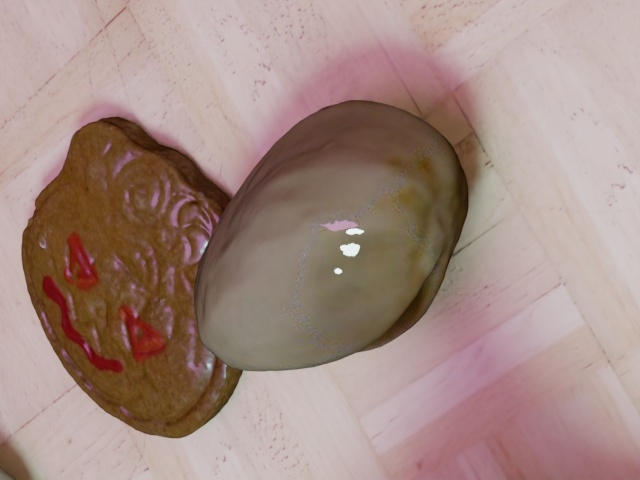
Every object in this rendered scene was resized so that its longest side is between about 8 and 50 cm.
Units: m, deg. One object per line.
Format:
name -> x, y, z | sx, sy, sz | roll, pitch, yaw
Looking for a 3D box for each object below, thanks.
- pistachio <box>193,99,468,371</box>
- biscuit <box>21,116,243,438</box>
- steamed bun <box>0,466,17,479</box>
pistachio -> 0.000, 0.000, 1.607 | 0.288, 0.166, 0.197 | -33, 74, 38
biscuit -> -0.167, 0.039, 1.822 | 0.273, 0.049, 0.257 | 45, 122, 20
steamed bun -> -0.420, 0.377, 1.956 | 0.342, 0.255, 0.367 | -39, 74, 40
